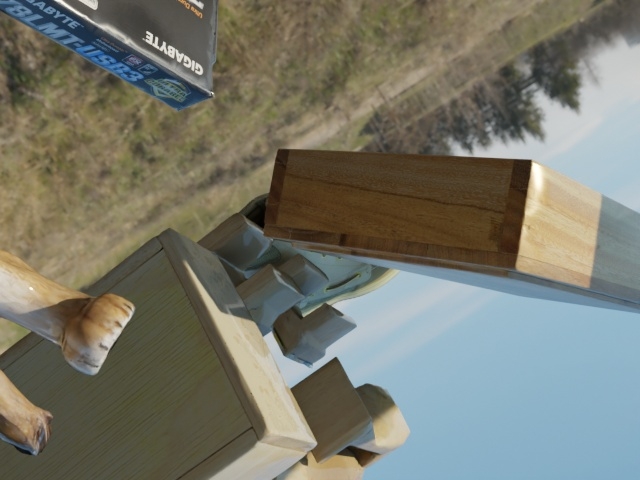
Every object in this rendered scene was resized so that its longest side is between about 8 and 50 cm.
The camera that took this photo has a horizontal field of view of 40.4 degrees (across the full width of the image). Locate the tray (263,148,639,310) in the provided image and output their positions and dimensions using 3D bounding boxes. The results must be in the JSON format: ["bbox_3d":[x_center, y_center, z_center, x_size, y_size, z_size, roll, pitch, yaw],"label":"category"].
[{"bbox_3d":[0.165,0.006,0.723,0.203,0.076,0.411,8,177,39],"label":"tray"}]

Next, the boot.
[{"bbox_3d":[0.000,0.000,0.944,0.213,0.077,0.165,-29,142,4],"label":"boot"}]

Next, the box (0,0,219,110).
[{"bbox_3d":[-0.239,-0.342,1.011,0.073,0.293,0.295,-18,152,33],"label":"box"}]

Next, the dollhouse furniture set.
[{"bbox_3d":[-0.086,0.184,0.701,0.256,0.362,0.394,-36,152,9],"label":"dollhouse furniture set"}]

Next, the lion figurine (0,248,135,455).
[{"bbox_3d":[-0.175,0.008,0.162,0.142,0.240,0.392,-65,-175,-14],"label":"lion figurine"}]
